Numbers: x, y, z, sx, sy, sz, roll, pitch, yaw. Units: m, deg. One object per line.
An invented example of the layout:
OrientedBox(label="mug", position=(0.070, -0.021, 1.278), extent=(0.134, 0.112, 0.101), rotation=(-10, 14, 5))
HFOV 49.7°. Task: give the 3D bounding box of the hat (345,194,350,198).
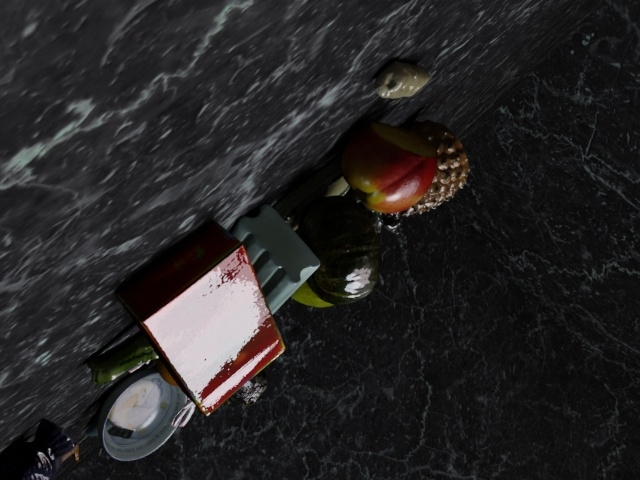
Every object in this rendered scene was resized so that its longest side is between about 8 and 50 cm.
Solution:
OrientedBox(label="hat", position=(0.079, -0.054, 1.989), extent=(0.257, 0.130, 0.257), rotation=(-41, 175, -4))

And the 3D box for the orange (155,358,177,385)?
OrientedBox(label="orange", position=(-0.377, 0.318, 1.877), extent=(0.154, 0.134, 0.154), rotation=(-63, 174, -12))

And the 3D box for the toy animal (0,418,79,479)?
OrientedBox(label="toy animal", position=(-0.635, 0.503, 1.551), extent=(0.185, 0.122, 0.298), rotation=(-36, 171, -42))

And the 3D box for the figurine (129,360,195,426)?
OrientedBox(label="figurine", position=(-0.287, 0.235, 1.598), extent=(0.284, 0.206, 0.315), rotation=(-44, 171, -40))

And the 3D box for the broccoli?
OrientedBox(label="broccoli", position=(-0.301, 0.190, 1.322), extent=(0.275, 0.177, 0.198), rotation=(-23, 171, -30))

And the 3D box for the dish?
OrientedBox(label="dish", position=(-0.525, 0.467, 1.950), extent=(0.273, 0.134, 0.273), rotation=(-26, 127, -40))

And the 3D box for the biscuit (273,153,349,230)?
OrientedBox(label="biscuit", position=(-0.031, -0.080, 1.442), extent=(0.252, 0.052, 0.150), rotation=(-39, 169, -22))

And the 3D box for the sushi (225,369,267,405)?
OrientedBox(label="sushi", position=(-0.244, 0.358, 1.756), extent=(0.213, 0.115, 0.147), rotation=(2, -130, 30))

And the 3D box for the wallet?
OrientedBox(label="wallet", position=(-0.581, 0.487, 2.152), extent=(0.290, 0.054, 0.251), rotation=(-38, 175, -40))

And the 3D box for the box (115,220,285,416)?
OrientedBox(label="box", position=(-0.189, 0.142, 1.179), extent=(0.197, 0.089, 0.313), rotation=(-40, 142, -20))

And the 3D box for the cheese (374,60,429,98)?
OrientedBox(label="cheese", position=(0.137, -0.269, 1.165), extent=(0.065, 0.043, 0.194), rotation=(-38, 178, 24))

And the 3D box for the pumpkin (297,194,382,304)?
OrientedBox(label="pumpkin", position=(0.037, 0.019, 1.371), extent=(0.157, 0.223, 0.223), rotation=(-10, 164, -18))

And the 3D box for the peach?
OrientedBox(label="peach", position=(0.140, -0.151, 1.348), extent=(0.192, 0.190, 0.190), rotation=(-48, 176, -10))

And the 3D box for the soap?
OrientedBox(label="soap", position=(-0.128, 0.065, 1.355), extent=(0.087, 0.160, 0.265), rotation=(-37, 173, -40))

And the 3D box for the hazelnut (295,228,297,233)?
OrientedBox(label="hazelnut", position=(0.000, 0.000, 1.591), extent=(0.204, 0.178, 0.178), rotation=(-32, 170, -33))

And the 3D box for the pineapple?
OrientedBox(label="pineapple", position=(0.186, -0.128, 1.720), extent=(0.357, 0.223, 0.223), rotation=(-40, 174, -10))

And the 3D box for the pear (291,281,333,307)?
OrientedBox(label="pear", position=(-0.006, 0.066, 1.772), extent=(0.212, 0.212, 0.269), rotation=(-38, -142, -26))
